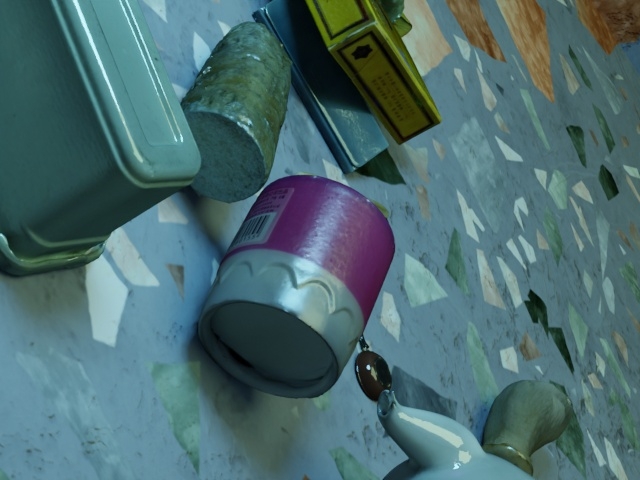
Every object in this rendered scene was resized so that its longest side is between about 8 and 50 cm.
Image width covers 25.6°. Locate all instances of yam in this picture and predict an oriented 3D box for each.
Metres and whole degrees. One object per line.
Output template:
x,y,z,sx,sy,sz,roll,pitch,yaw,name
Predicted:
-0.102,-0.171,1.708,0.133,0.133,0.330,51,25,-24,yam

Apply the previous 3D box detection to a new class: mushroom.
0.291,0.274,2.060,0.108,0.096,0.247,62,31,-5,mushroom

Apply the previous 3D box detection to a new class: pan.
0.067,0.152,1.839,0.068,0.023,0.115,20,51,-53,pan

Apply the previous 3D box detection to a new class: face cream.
-0.026,0.051,1.561,0.175,0.175,0.195,49,47,-27,face cream

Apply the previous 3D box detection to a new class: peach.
0.115,-0.366,2.338,0.077,0.050,0.083,48,12,-12,peach

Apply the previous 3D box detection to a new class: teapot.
0.127,0.363,1.556,0.280,0.252,0.423,-8,97,-28,teapot

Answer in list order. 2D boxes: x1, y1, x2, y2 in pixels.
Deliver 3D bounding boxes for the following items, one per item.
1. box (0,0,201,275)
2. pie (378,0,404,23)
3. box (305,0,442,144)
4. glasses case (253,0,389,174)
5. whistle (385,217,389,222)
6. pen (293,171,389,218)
-0.251,-0.144,1.351,0.175,0.182,0.311,-10,76,-62,box
0.029,-0.551,2.167,0.395,0.181,0.418,21,50,-74,pie
0.066,-0.293,2.051,0.301,0.084,0.192,46,18,-58,box
0.005,-0.233,2.027,0.266,0.056,0.105,59,26,-9,glasses case
0.000,0.000,1.809,0.304,0.062,0.062,-15,80,-63,whistle
0.031,-0.054,1.947,0.233,0.032,0.040,21,73,-54,pen
